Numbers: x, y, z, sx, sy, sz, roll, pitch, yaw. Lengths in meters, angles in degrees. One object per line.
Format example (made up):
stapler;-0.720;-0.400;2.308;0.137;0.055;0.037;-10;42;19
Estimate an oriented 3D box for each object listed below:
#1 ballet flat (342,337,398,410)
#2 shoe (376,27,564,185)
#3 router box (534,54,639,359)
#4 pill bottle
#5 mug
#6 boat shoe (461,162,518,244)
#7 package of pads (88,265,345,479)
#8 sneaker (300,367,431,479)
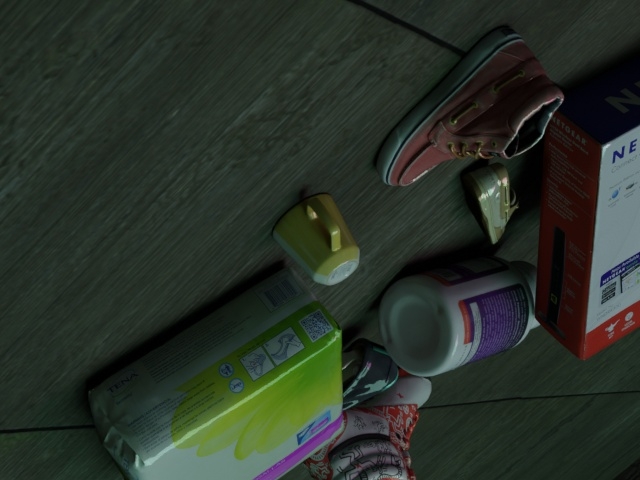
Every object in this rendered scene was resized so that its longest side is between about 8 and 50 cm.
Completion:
ballet flat;-0.012;0.170;1.720;0.203;0.074;0.074;-34;160;13
shoe;0.124;-0.089;1.341;0.178;0.081;0.063;-48;157;28
router box;0.376;-0.072;1.650;0.335;0.082;0.301;-28;139;-22
pill bottle;0.161;0.075;1.717;0.193;0.108;0.108;-13;149;-46
mug;-0.002;0.003;1.365;0.062;0.064;0.078;-40;159;13
boat shoe;0.173;-0.036;1.577;0.045;0.050;0.135;-30;159;-1
package of pads;-0.093;0.166;1.521;0.229;0.101;0.296;-32;158;-13
sneaker;0.072;0.239;1.875;0.270;0.145;0.090;-7;145;-53
